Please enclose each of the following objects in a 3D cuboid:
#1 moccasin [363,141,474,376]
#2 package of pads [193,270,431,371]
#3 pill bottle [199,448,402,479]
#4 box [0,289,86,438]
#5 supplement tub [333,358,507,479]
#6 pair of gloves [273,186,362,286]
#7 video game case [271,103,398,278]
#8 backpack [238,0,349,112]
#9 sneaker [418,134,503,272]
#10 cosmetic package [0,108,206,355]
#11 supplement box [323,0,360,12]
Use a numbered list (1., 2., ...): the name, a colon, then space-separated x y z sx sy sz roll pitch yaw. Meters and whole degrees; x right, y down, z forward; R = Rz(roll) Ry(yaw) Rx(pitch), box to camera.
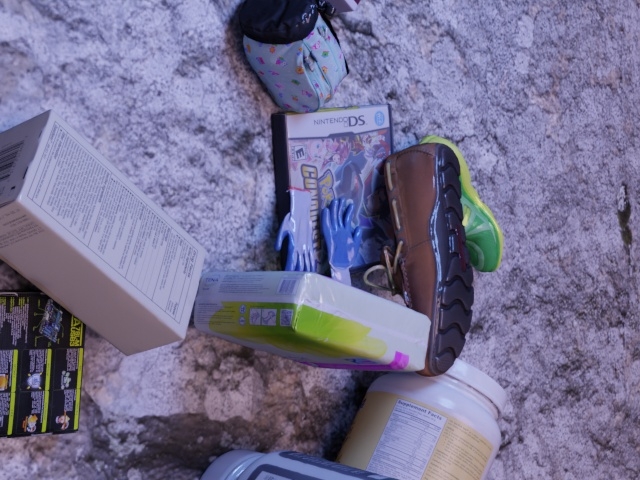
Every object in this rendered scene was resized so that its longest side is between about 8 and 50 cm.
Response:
1. moccasin: 0.156 0.031 1.856 0.139 0.147 0.380 11 71 -58
2. package of pads: -0.015 0.121 1.717 0.296 0.229 0.101 23 72 -44
3. pill bottle: -0.010 0.415 1.652 0.204 0.361 0.204 -5 97 -44
4. box: -0.392 0.158 1.481 0.184 0.045 0.191 3 91 -46
5. supplement tub: 0.152 0.366 1.890 0.241 0.241 0.331 44 64 -37
6. pair of gloves: 0.000 0.000 1.794 0.198 0.023 0.159 16 69 -47
7. video game case: 0.030 -0.079 1.877 0.248 0.035 0.275 -11 101 -43
8. backpack: -0.038 -0.282 1.734 0.115 0.152 0.182 -54 139 -20
9. sneaker: 0.225 -0.050 2.039 0.123 0.109 0.295 -41 120 -14
10. cosmetic package: -0.295 -0.003 1.480 0.309 0.113 0.160 47 38 -36
11. supplement box: 0.044 -0.495 1.829 0.130 0.073 0.239 43 65 -38
